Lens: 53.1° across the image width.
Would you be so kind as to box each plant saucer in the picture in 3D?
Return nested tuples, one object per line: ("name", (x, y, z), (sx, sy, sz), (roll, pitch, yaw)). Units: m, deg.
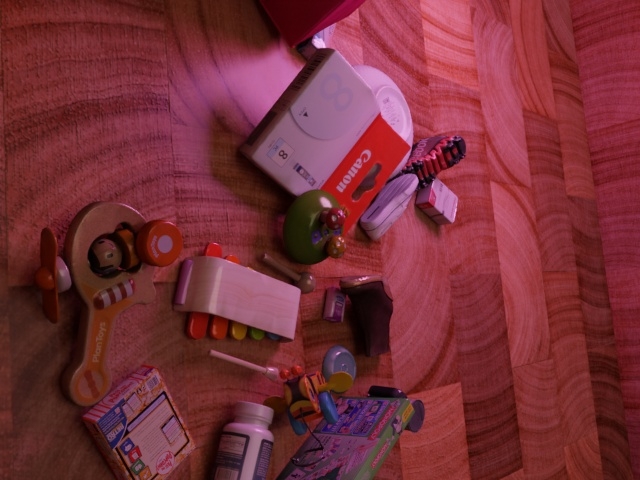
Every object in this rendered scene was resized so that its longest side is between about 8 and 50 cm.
("plant saucer", (0.053, 0.320, 1.590), (0.119, 0.021, 0.119), (11, 74, -45))

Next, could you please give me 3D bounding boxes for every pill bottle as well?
("pill bottle", (-0.152, 0.424, 1.290), (0.108, 0.108, 0.180), (32, 60, -38))

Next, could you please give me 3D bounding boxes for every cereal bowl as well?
("cereal bowl", (0.143, -0.318, 1.729), (0.339, 0.141, 0.339), (10, 76, -45))

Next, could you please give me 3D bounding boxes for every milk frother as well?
("milk frother", (0.163, 0.444, 1.588), (0.129, 0.135, 0.143), (48, 55, -40))

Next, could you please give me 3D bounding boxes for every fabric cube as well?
("fabric cube", (0.003, -0.661, 1.515), (0.254, 0.258, 0.259), (-42, 101, -36))

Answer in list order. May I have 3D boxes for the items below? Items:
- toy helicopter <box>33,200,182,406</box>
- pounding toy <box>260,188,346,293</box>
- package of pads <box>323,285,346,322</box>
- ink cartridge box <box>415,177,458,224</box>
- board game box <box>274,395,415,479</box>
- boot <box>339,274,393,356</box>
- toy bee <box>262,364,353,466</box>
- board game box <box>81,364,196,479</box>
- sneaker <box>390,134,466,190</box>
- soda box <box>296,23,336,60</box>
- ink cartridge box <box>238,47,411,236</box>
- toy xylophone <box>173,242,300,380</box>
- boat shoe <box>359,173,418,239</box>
("toy helicopter", (-0.390, 0.106, 1.096), (0.235, 0.140, 0.355), (13, 85, -51))
("pounding toy", (0.000, 0.000, 1.483), (0.183, 0.110, 0.237), (46, 69, -42))
("package of pads", (0.036, 0.160, 1.597), (0.050, 0.032, 0.083), (27, 63, -37))
("ink cartridge box", (0.359, -0.122, 1.975), (0.135, 0.056, 0.099), (36, 58, -36))
("board game box", (0.047, 0.467, 1.413), (0.317, 0.213, 0.046), (-43, 113, -42))
("boot", (0.124, 0.191, 1.617), (0.248, 0.090, 0.206), (8, 79, -61))
("toy bee", (-0.022, 0.328, 1.360), (0.195, 0.298, 0.162), (-22, 95, -14))
("board game box", (-0.320, 0.346, 1.151), (0.147, 0.045, 0.193), (-41, 122, -43))
("sneaker", (0.301, -0.230, 1.911), (0.276, 0.135, 0.097), (-35, 122, -20))
("soda box", (-0.003, -0.560, 1.683), (0.063, 0.058, 0.183), (34, 58, -37))
("ink cartridge box", (0.042, -0.215, 1.537), (0.385, 0.091, 0.308), (39, 87, -33))
("toy xylophone", (-0.163, 0.156, 1.351), (0.323, 0.081, 0.236), (35, 59, -37))
("boat shoe", (0.194, -0.093, 1.777), (0.226, 0.083, 0.076), (-42, 129, -20))
